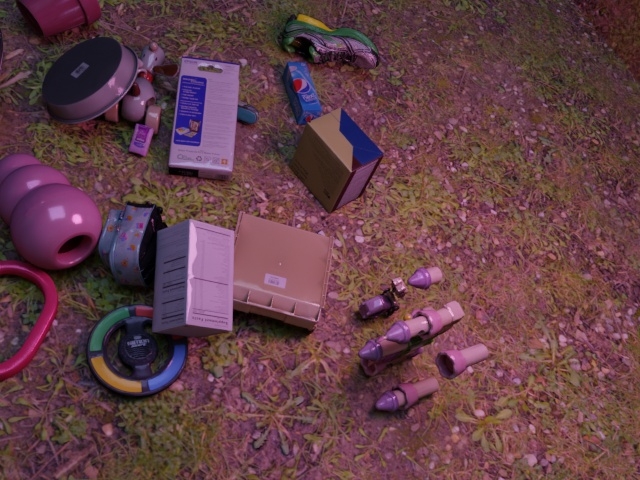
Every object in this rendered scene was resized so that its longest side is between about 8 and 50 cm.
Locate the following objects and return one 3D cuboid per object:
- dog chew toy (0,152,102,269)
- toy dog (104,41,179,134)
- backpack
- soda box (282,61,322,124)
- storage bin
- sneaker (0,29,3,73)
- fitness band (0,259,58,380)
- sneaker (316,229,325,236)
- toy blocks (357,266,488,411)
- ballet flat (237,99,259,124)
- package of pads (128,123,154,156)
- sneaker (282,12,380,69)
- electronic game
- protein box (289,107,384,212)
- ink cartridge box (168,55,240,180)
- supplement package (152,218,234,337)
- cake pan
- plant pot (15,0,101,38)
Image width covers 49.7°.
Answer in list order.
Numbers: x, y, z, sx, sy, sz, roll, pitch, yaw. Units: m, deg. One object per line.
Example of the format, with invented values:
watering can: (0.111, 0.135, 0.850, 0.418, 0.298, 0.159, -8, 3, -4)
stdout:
dog chew toy: (-0.670, -0.084, 1.649, 0.206, 0.207, 0.332, -29, 61, -33)
toy dog: (-0.516, -0.465, 1.975, 0.220, 0.161, 0.334, -5, 59, -23)
backpack: (-0.453, 0.017, 1.671, 0.144, 0.166, 0.188, 0, 54, -1)
soda box: (-0.060, -0.469, 2.196, 0.067, 0.071, 0.210, -5, 59, -23)
storage bin: (-0.116, 0.087, 1.769, 0.262, 0.123, 0.260, 16, 54, -9)
sneaker: (-0.876, -0.457, 1.775, 0.169, 0.257, 0.448, -13, 61, -14)
fitness band: (-0.716, 0.177, 1.541, 0.209, 0.054, 0.291, 22, 54, -8)
sneaker: (0.000, 0.000, 1.922, 0.031, 0.037, 0.083, 17, 52, -6)
toy blocks: (0.176, 0.237, 1.665, 0.260, 0.288, 0.309, -12, 65, -32)
ballet flat: (-0.272, -0.407, 2.094, 0.188, 0.070, 0.070, 28, 53, -2)
package of pads: (-0.496, -0.278, 1.911, 0.050, 0.032, 0.083, 18, 96, -10)
sneaker: (0.032, -0.636, 2.324, 0.343, 0.134, 0.146, 16, 60, 2)
electronic game: (-0.421, 0.251, 1.595, 0.229, 0.048, 0.229, 9, 55, -13)
protein box: (0.043, -0.229, 1.988, 0.136, 0.201, 0.200, -29, 71, -33)
ink cartridge box: (-0.330, -0.353, 1.981, 0.175, 0.069, 0.371, 5, 68, -10)
supplement package: (-0.295, 0.093, 1.607, 0.139, 0.133, 0.244, 17, 65, -44)
cake pan: (-0.639, -0.447, 1.889, 0.293, 0.054, 0.293, -11, 55, 16)
plant pot: (-0.779, -0.697, 2.033, 0.201, 0.201, 0.180, 43, 70, 12)
